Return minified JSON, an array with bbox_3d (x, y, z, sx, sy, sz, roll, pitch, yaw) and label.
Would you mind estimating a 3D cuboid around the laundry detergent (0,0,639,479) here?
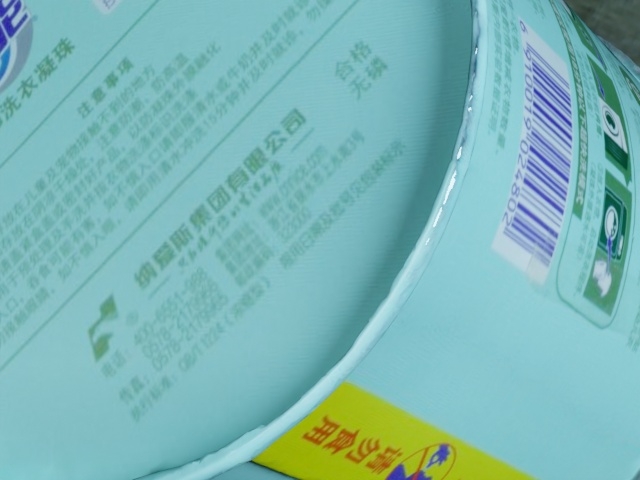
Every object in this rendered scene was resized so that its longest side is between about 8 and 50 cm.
[{"bbox_3d":[0.000,0.000,0.774,0.287,0.305,0.287,-11,66,27],"label":"laundry detergent"}]
